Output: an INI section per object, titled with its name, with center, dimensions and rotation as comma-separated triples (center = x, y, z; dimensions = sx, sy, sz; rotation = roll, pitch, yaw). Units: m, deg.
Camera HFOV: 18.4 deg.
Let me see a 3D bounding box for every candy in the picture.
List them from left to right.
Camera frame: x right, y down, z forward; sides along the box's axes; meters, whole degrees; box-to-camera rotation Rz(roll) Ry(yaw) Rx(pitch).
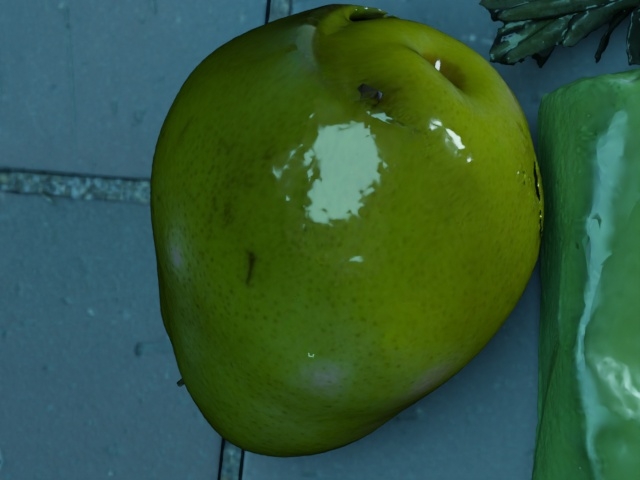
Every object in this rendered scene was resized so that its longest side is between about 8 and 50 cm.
[candy]
center = 0.218, 0.051, 1.376
dimensions = 0.142, 0.132, 0.343
rotation = 4, 88, -24

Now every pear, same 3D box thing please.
[pear]
center = 0.001, 0.002, 1.369
dimensions = 0.285, 0.285, 0.336
rotation = 32, 99, 18

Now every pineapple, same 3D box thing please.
[pineapple]
center = 0.257, -0.176, 1.387
dimensions = 0.277, 0.119, 0.130
rotation = 1, 127, 19
